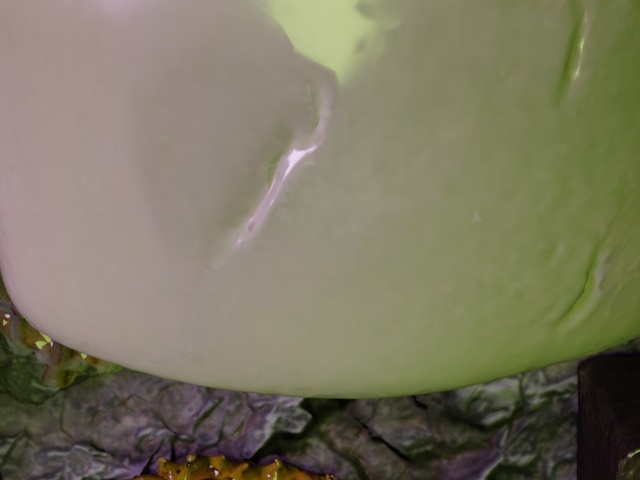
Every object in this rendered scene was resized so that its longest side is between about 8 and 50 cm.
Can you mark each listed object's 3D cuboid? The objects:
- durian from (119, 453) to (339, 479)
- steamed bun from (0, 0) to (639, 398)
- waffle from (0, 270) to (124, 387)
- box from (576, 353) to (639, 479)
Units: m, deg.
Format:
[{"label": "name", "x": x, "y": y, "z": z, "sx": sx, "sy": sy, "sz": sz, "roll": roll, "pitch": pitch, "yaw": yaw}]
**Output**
[{"label": "durian", "x": -0.016, "y": 0.281, "z": 0.782, "sx": 0.341, "sy": 0.112, "sz": 0.191, "roll": 38, "pitch": 109, "yaw": -7}, {"label": "steamed bun", "x": 0.055, "y": -0.109, "z": 0.502, "sx": 0.456, "sy": 0.290, "sz": 0.371, "roll": -9, "pitch": 113, "yaw": -18}, {"label": "waffle", "x": -0.169, "y": 0.004, "z": 0.726, "sx": 0.224, "sy": 0.054, "sz": 0.204, "roll": -28, "pitch": 105, "yaw": 11}, {"label": "box", "x": 0.331, "y": 0.190, "z": 0.714, "sx": 0.274, "sy": 0.143, "sz": 0.184, "roll": -2, "pitch": 108, "yaw": 4}]
